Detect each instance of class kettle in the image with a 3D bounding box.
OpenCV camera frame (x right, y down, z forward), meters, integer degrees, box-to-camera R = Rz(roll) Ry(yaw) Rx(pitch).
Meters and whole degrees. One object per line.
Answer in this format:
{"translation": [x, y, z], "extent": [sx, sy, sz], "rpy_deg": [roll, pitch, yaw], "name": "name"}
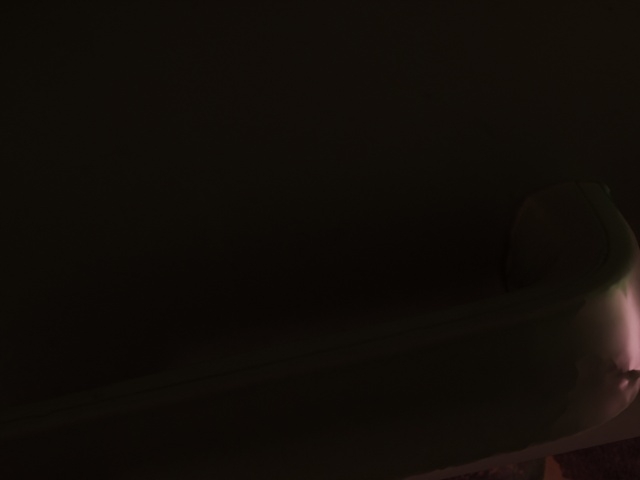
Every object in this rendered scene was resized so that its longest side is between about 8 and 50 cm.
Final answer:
{"translation": [0.001, 0.008, 0.572], "extent": [0.205, 0.318, 0.265], "rpy_deg": [83, -6, -49], "name": "kettle"}
